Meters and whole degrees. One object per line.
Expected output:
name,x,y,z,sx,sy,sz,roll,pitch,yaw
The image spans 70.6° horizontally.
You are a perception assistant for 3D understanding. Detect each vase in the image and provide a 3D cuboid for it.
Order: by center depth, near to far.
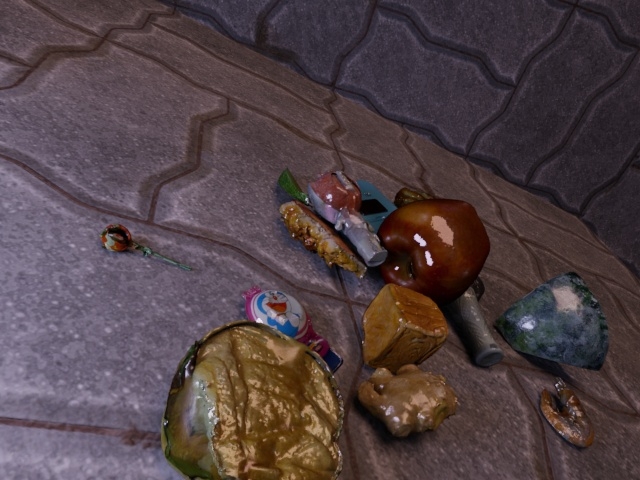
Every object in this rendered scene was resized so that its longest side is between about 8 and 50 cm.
vase,0.416,0.232,1.229,0.096,0.096,0.219,16,35,-24

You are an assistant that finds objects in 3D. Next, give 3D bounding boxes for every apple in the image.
apple,0.300,0.025,1.231,0.317,0.288,0.288,-27,61,-38

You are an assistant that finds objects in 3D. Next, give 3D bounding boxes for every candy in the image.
candy,-0.346,0.022,0.909,0.184,0.049,0.055,27,59,-23

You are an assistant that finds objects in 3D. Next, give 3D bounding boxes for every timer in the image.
timer,0.131,-0.082,1.410,0.232,0.091,0.250,-12,54,-41

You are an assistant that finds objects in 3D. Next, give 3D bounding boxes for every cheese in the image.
cheese,-0.057,0.175,0.908,0.244,0.062,0.155,40,28,14

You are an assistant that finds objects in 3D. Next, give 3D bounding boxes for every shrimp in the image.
shrimp,0.623,0.430,1.150,0.132,0.052,0.187,25,32,-10

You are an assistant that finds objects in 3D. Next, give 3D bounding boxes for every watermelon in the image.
watermelon,0.722,0.266,1.363,0.320,0.214,0.289,-39,71,-12

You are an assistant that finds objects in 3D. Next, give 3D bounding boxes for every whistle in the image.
whistle,0.070,-0.075,1.213,0.142,0.134,0.346,31,21,-50

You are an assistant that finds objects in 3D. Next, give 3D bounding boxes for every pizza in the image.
pizza,0.000,0.000,1.207,0.305,0.085,0.161,42,9,15

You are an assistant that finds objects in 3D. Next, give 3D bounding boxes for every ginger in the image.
ginger,0.182,0.308,0.884,0.216,0.102,0.157,-7,19,-41

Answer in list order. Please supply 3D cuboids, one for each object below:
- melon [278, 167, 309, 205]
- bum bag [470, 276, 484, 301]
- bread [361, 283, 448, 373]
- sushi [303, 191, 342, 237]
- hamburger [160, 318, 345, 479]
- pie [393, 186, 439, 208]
melon,-0.076,-0.146,1.355,0.114,0.053,0.262,50,3,-25
bum bag,0.418,0.066,1.464,0.137,0.074,0.310,-17,66,-31
bread,0.180,0.198,0.999,0.149,0.158,0.143,15,34,-18
sushi,0.078,-0.096,1.465,0.219,0.047,0.231,2,40,-40
hamburger,-0.096,0.252,0.685,0.265,0.134,0.285,30,34,-16
pie,0.414,-0.080,1.693,0.354,0.103,0.288,11,35,-27
